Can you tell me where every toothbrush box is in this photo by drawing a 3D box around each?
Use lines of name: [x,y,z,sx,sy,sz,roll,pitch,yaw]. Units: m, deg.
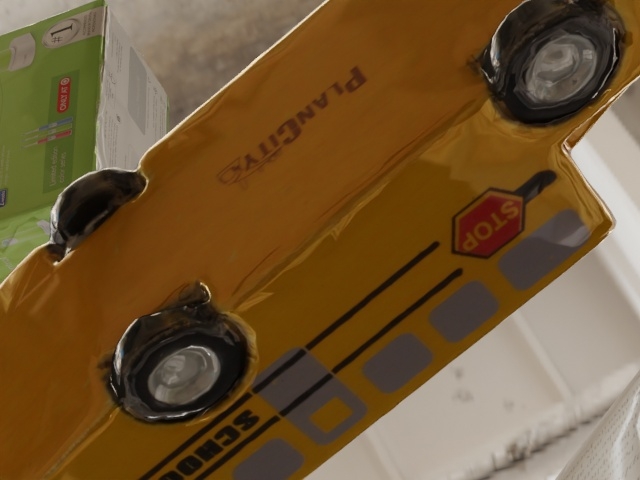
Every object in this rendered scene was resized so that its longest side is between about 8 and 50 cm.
toothbrush box: [-0.265,-0.035,1.219,0.283,0.122,0.206,-17,-134,13]

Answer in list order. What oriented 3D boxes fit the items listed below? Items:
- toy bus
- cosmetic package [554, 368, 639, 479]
toy bus: [0.000,0.000,0.652,0.332,0.130,0.108,-39,-136,6]
cosmetic package: [0.166,0.245,0.744,0.161,0.230,0.453,33,-157,0]
